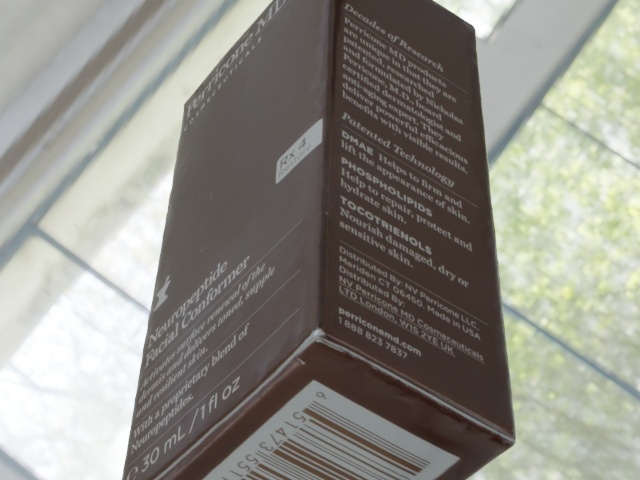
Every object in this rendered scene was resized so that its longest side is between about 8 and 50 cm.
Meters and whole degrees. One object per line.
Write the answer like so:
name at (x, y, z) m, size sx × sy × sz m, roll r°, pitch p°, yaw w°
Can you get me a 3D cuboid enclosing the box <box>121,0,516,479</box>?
box at (0.000, 0.000, 0.870) m, size 0.191 × 0.143 × 0.381 m, roll -45°, pitch 26°, yaw 32°
